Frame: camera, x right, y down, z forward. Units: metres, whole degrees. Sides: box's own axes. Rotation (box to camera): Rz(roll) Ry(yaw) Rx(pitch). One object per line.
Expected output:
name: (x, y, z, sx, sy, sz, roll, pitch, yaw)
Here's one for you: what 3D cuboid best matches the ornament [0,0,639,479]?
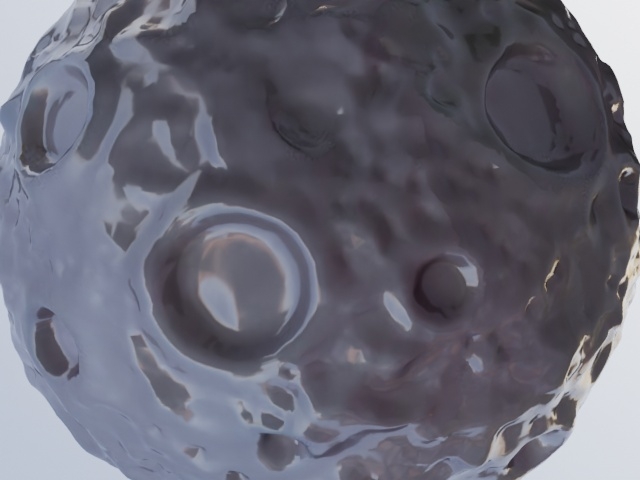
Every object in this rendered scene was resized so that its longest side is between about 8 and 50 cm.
ornament: (0.000, 0.000, 0.668, 0.259, 0.259, 0.225, -13, -74, -50)
